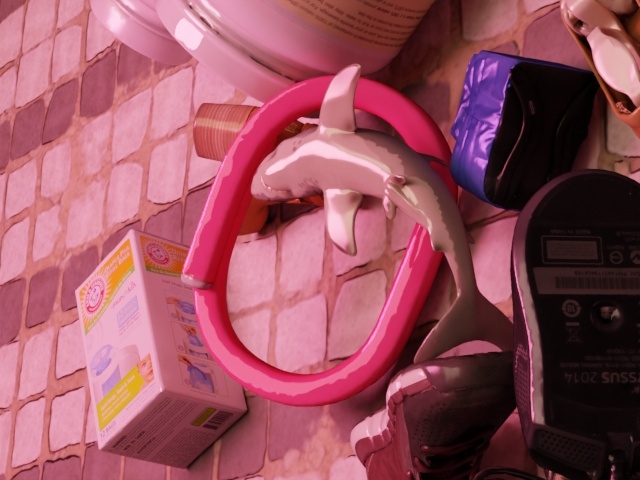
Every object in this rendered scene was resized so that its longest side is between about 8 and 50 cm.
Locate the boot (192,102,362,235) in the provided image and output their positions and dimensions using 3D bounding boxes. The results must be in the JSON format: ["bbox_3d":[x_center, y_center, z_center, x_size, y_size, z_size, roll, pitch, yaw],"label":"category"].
[{"bbox_3d":[-0.031,-0.051,1.545,0.152,0.197,0.073,12,64,17],"label":"boot"}]

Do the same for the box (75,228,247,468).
[{"bbox_3d":[-0.162,0.107,1.634,0.114,0.103,0.203,-44,44,32],"label":"box"}]

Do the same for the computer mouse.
[{"bbox_3d":[0.177,0.086,1.092,0.072,0.189,0.272,94,-179,-67],"label":"computer mouse"}]

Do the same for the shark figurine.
[{"bbox_3d":[0.077,-0.033,1.319,0.278,0.116,0.166,41,120,31],"label":"shark figurine"}]

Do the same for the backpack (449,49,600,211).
[{"bbox_3d":[0.157,-0.087,1.312,0.101,0.098,0.120,31,112,62],"label":"backpack"}]

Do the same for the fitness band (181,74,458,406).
[{"bbox_3d":[0.000,0.000,1.417,0.209,0.054,0.290,22,94,16],"label":"fitness band"}]

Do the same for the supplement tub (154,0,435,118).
[{"bbox_3d":[0.018,-0.295,1.463,0.325,0.235,0.235,-54,39,22],"label":"supplement tub"}]

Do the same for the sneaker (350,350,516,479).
[{"bbox_3d":[0.102,0.185,1.222,0.281,0.106,0.162,116,146,-68],"label":"sneaker"}]

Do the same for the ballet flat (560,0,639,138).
[{"bbox_3d":[0.230,-0.163,1.265,0.080,0.073,0.232,-49,41,27],"label":"ballet flat"}]

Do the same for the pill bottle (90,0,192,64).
[{"bbox_3d":[-0.106,-0.345,1.695,0.323,0.181,0.181,-54,39,23],"label":"pill bottle"}]

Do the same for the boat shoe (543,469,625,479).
[{"bbox_3d":[0.203,0.162,1.137,0.103,0.092,0.285,-49,41,28],"label":"boat shoe"}]
